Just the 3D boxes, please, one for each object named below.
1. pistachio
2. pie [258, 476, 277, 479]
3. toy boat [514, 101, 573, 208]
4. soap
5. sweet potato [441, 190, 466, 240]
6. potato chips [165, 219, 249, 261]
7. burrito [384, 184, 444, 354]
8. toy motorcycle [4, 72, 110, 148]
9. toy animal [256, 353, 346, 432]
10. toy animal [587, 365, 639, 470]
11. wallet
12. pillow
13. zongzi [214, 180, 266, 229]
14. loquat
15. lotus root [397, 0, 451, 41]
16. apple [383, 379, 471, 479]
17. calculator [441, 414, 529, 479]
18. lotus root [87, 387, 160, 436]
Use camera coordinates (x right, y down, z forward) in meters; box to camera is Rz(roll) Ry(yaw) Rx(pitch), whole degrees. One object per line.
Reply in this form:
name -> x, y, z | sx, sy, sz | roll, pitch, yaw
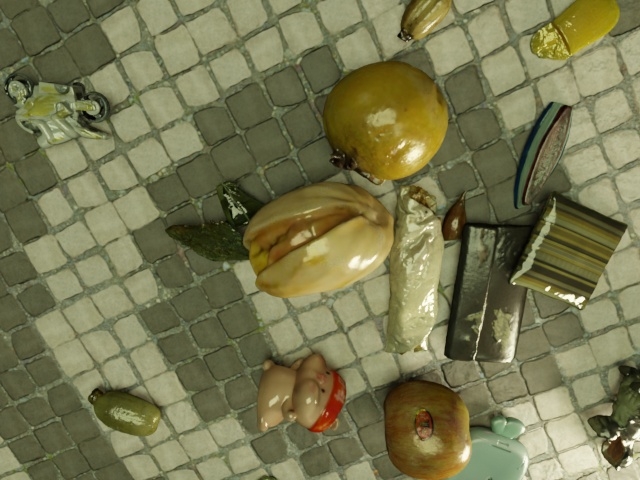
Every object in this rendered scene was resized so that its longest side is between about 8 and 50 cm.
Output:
pistachio -> 0.000, 0.000, 1.045 | 0.308, 0.230, 0.230 | -22, 102, 3
pie -> -0.134, 0.635, 1.303 | 0.084, 0.021, 0.084 | 0, 102, -1
toy boat -> 0.457, -0.169, 1.063 | 0.080, 0.046, 0.229 | 19, 102, -6
soap -> 0.498, -0.412, 1.004 | 0.168, 0.033, 0.089 | -39, 96, 12
sweet potato -> 0.290, -0.050, 1.096 | 0.049, 0.049, 0.117 | 14, 108, 0
potato chips -> -0.231, 0.000, 1.123 | 0.209, 0.026, 0.142 | 26, 136, -13
burrito -> 0.205, 0.075, 1.121 | 0.117, 0.076, 0.392 | 1, 106, -3
toy motorcycle -> -0.552, -0.261, 1.080 | 0.228, 0.074, 0.151 | 14, 107, -2
toy animal -> -0.040, 0.349, 1.159 | 0.197, 0.171, 0.171 | -1, 104, 6
toy animal -> 0.724, 0.357, 1.147 | 0.168, 0.106, 0.343 | 33, 110, -12
wallet -> 0.374, 0.120, 1.126 | 0.170, 0.044, 0.321 | 2, 105, -9
pillow -> 0.523, 0.027, 1.089 | 0.208, 0.052, 0.212 | 20, 99, -17
zongzi -> -0.157, -0.090, 1.113 | 0.119, 0.055, 0.109 | -19, 102, -4
loquat -> 0.117, -0.219, 0.976 | 0.243, 0.244, 0.244 | 1, 104, 3
lotus root -> 0.209, -0.447, 0.997 | 0.152, 0.063, 0.072 | -41, 72, 18
apple -> 0.233, 0.413, 1.134 | 0.187, 0.211, 0.211 | -6, 103, 7
calculator -> 0.395, 0.549, 1.241 | 0.185, 0.041, 0.299 | 22, 105, -2
lotus root -> -0.475, 0.412, 1.237 | 0.183, 0.077, 0.090 | 25, 103, -5
